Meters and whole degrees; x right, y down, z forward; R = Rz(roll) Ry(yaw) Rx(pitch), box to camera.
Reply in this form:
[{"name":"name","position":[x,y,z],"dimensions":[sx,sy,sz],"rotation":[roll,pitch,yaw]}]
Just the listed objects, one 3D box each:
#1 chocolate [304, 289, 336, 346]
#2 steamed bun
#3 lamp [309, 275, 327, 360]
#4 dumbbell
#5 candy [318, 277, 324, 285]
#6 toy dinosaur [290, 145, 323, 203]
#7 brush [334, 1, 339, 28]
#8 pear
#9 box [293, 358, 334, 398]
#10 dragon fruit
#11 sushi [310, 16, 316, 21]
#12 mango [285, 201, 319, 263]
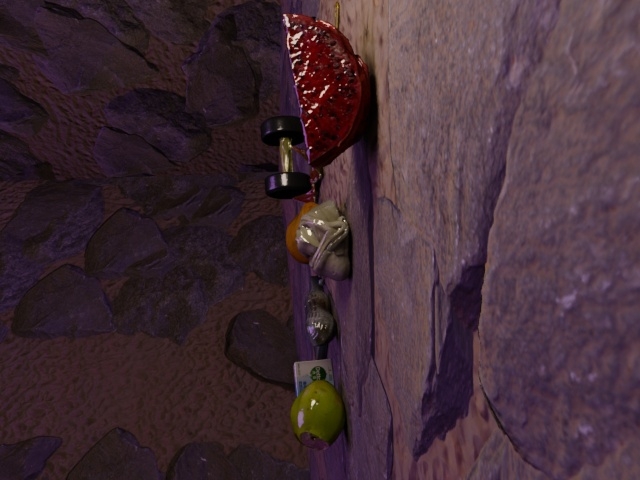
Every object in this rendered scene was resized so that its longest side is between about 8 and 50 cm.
[{"name":"chocolate","position":[-0.003,0.261,1.574],"dimensions":[0.248,0.110,0.110],"rotation":[-105,14,-55]},{"name":"steamed bun","position":[0.000,0.001,1.286],"dimensions":[0.211,0.144,0.218],"rotation":[-119,26,-70]},{"name":"lamp","position":[-0.012,0.319,1.847],"dimensions":[0.269,0.047,0.267],"rotation":[95,169,-45]},{"name":"dumbbell","position":[-0.149,-0.354,1.981],"dimensions":[0.204,0.203,0.323],"rotation":[131,135,-78]},{"name":"candy","position":[0.009,0.139,1.731],"dimensions":[0.025,0.023,0.083],"rotation":[-79,1,-52]},{"name":"toy dinosaur","position":[-0.058,-0.230,1.725],"dimensions":[0.327,0.112,0.207],"rotation":[-164,71,-83]},{"name":"brush","position":[0.042,-0.530,1.254],"dimensions":[0.082,0.010,0.218],"rotation":[-109,17,-62]},{"name":"pear","position":[-0.005,0.545,1.473],"dimensions":[0.188,0.187,0.220],"rotation":[95,-171,-45]},{"name":"box","position":[-0.021,0.539,1.662],"dimensions":[0.073,0.139,0.194],"rotation":[105,160,-63]},{"name":"dragon fruit","position":[0.038,-0.318,0.986],"dimensions":[0.205,0.151,0.317],"rotation":[-19,-82,-78]},{"name":"sushi","position":[-0.036,-0.713,1.563],"dimensions":[0.083,0.056,0.085],"rotation":[-156,62,-81]},{"name":"mango","position":[-0.046,-0.014,1.620],"dimensions":[0.359,0.143,0.187],"rotation":[134,129,-75]}]
